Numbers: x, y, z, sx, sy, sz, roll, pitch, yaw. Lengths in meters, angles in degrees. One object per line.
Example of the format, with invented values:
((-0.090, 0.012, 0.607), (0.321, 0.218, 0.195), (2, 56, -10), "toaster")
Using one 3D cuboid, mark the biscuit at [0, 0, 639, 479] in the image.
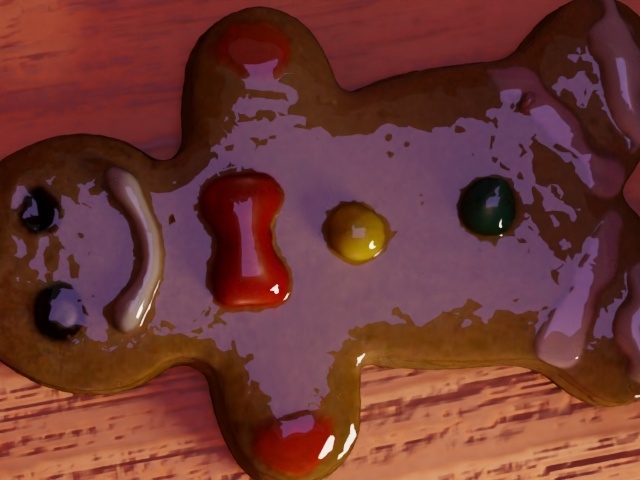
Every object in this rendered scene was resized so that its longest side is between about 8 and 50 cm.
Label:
((0.000, -0.001, 1.108), (0.432, 0.064, 0.283), (-4, 84, -7), "biscuit")
